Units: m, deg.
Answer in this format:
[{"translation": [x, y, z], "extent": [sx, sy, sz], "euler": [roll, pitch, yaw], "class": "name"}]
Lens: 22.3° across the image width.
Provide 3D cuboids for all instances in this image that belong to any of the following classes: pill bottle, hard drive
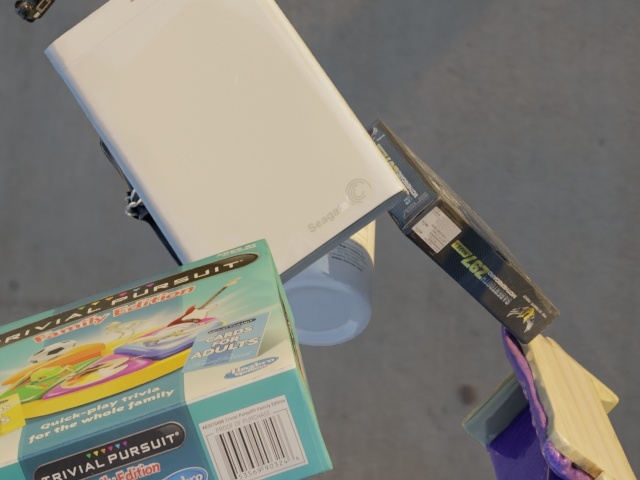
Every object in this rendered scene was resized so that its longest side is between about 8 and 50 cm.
[{"translation": [0.000, 0.000, 1.938], "extent": [0.131, 0.131, 0.229], "euler": [-28, 40, 31], "class": "pill bottle"}, {"translation": [-0.089, -0.109, 1.480], "extent": [0.203, 0.040, 0.307], "euler": [-35, 76, 4], "class": "hard drive"}]

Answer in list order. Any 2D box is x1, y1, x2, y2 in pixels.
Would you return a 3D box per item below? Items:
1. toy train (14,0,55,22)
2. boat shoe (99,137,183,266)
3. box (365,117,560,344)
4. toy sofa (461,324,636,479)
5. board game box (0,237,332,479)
[{"translation": [-0.297, -0.318, 1.904], "extent": [0.158, 0.036, 0.027], "euler": [-50, 35, 0], "class": "toy train"}, {"translation": [-0.193, -0.048, 1.876], "extent": [0.206, 0.065, 0.075], "euler": [47, 154, 6], "class": "boat shoe"}, {"translation": [0.141, -0.009, 1.751], "extent": [0.059, 0.232, 0.183], "euler": [-42, 36, 8], "class": "box"}, {"translation": [0.238, 0.235, 1.725], "extent": [0.177, 0.362, 0.150], "euler": [38, 104, -14], "class": "toy sofa"}, {"translation": [-0.138, 0.109, 1.158], "extent": [0.253, 0.336, 0.079], "euler": [-18, 105, -1], "class": "board game box"}]
